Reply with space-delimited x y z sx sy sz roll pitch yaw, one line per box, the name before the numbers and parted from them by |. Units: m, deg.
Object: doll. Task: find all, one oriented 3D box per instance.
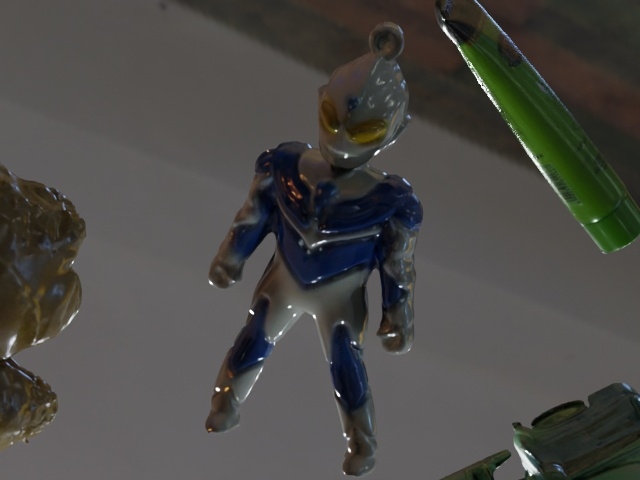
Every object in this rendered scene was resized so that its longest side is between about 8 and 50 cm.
doll | 0.000 0.000 0.901 0.114 0.227 0.057 18 -164 20

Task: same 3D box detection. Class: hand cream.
hand cream | 0.083 -0.047 0.699 0.122 0.023 0.036 50 -153 -16

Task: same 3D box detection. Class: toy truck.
toy truck | 0.051 0.115 0.647 0.081 0.175 0.067 -103 -12 -87

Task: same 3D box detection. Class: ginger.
ginger | -0.339 0.094 1.429 0.236 0.375 0.166 30 -156 -47
